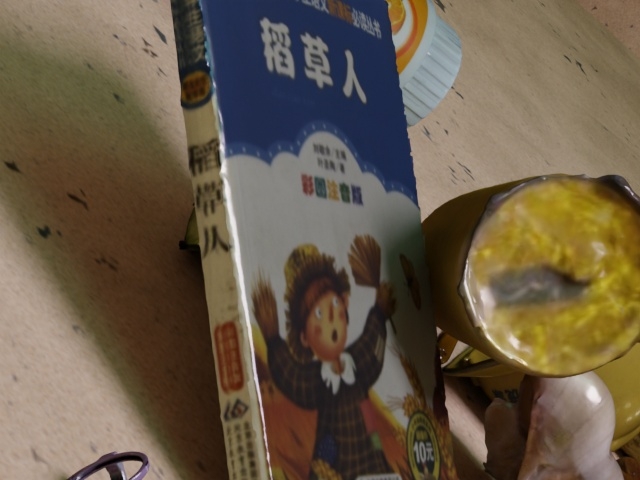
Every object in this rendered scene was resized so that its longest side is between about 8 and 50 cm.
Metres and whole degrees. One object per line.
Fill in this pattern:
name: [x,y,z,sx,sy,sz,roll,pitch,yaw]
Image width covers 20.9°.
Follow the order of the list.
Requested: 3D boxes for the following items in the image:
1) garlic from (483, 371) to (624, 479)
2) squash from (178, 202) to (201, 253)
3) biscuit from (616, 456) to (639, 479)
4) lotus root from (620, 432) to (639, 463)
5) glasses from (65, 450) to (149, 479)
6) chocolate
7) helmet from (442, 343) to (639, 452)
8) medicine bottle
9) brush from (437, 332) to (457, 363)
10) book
garlic: [0.192,0.183,1.445,0.099,0.124,0.174,-54,146,-67]
squash: [0.008,-0.002,1.433,0.287,0.137,0.137,32,25,-48]
biscuit: [0.307,0.275,1.660,0.236,0.039,0.180,32,28,-38]
lotus root: [0.356,0.197,1.831,0.258,0.097,0.110,56,27,-1]
glasses: [-0.109,0.189,0.965,0.140,0.063,0.103,-78,146,-66]
chocolate: [0.160,0.021,1.479,0.162,0.162,0.445,47,-4,-5]
helmet: [0.243,0.130,1.613,0.257,0.205,0.140,-28,96,-51]
medicine bottle: [-0.004,-0.247,1.795,0.318,0.158,0.158,34,24,-33]
brush: [0.129,0.088,1.671,0.043,0.014,0.170,45,21,0]
book: [0.000,0.000,1.254,0.300,0.039,0.427,9,71,-60]
